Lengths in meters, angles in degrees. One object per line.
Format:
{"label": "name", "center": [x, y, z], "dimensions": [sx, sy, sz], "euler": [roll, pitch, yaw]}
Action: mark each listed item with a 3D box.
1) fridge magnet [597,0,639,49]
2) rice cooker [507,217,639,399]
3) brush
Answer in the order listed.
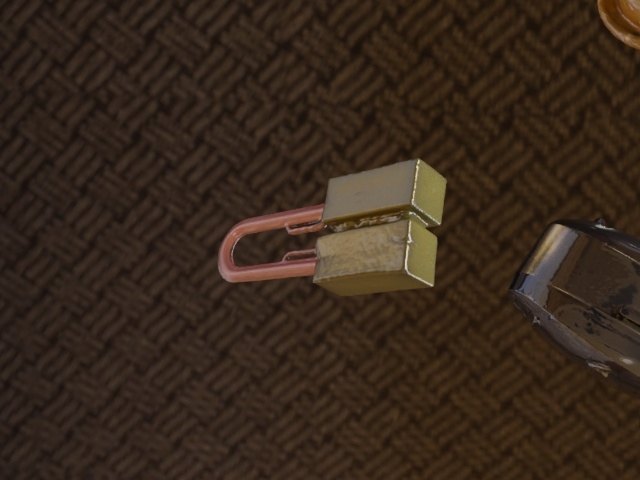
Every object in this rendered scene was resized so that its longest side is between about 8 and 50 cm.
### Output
{"label": "fridge magnet", "center": [0.300, -0.208, 1.297], "dimensions": [0.143, 0.143, 0.063], "euler": [-2, 137, 15]}
{"label": "rice cooker", "center": [0.221, 0.052, 1.156], "dimensions": [0.165, 0.106, 0.112], "euler": [23, 169, 12]}
{"label": "brush", "center": [0.000, 0.000, 1.381], "dimensions": [0.233, 0.103, 0.047], "euler": [-10, 153, 39]}
